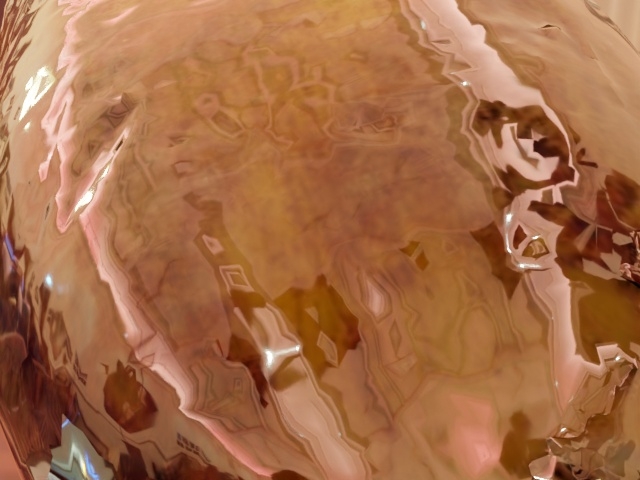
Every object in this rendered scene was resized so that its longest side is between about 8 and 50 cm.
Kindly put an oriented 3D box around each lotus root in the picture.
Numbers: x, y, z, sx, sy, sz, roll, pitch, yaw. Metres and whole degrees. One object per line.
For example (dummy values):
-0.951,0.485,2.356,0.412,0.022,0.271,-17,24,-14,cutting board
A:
0.000,0.000,0.526,0.179,0.196,0.397,49,8,-31,lotus root
